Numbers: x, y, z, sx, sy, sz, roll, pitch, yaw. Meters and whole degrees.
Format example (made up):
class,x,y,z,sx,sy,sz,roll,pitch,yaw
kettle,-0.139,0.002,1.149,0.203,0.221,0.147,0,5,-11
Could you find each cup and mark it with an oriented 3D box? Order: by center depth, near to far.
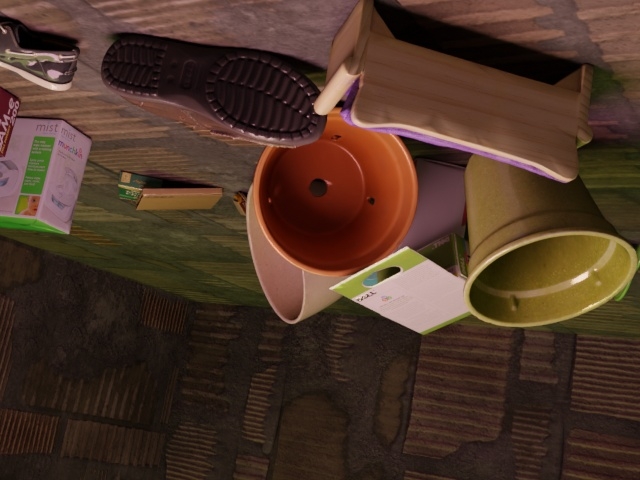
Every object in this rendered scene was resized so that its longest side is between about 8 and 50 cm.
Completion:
class,x,y,z,sx,sy,sz,roll,pitch,yaw
cup,0.000,0.000,1.915,0.237,0.331,0.331,-13,176,-21

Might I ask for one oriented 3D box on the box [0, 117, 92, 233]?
class,x,y,z,sx,sy,sz,roll,pitch,yaw
box,-0.669,-0.147,1.872,0.262,0.231,0.127,6,167,20

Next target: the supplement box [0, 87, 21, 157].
class,x,y,z,sx,sy,sz,roll,pitch,yaw
supplement box,-0.744,-0.246,1.730,0.239,0.130,0.073,6,166,24

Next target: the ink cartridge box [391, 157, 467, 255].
class,x,y,z,sx,sy,sz,roll,pitch,yaw
ink cartridge box,0.213,-0.016,1.765,0.131,0.226,0.306,10,168,0

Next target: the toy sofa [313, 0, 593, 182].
class,x,y,z,sx,sy,sz,roll,pitch,yaw
toy sofa,0.183,-0.183,1.170,0.362,0.177,0.150,12,167,-13

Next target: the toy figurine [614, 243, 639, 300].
class,x,y,z,sx,sy,sz,roll,pitch,yaw
toy figurine,0.656,0.046,1.995,0.159,0.130,0.173,18,146,6

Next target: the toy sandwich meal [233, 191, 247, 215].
class,x,y,z,sx,sy,sz,roll,pitch,yaw
toy sandwich meal,-0.194,-0.087,2.136,0.029,0.085,0.085,-34,168,-8

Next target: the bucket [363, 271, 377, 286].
class,x,y,z,sx,sy,sz,roll,pitch,yaw
bucket,0.104,0.033,2.164,0.281,0.183,0.281,9,167,2

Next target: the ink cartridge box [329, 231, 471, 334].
class,x,y,z,sx,sy,sz,roll,pitch,yaw
ink cartridge box,0.169,0.059,1.496,0.255,0.097,0.189,28,137,-36

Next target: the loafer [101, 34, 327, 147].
class,x,y,z,sx,sy,sz,roll,pitch,yaw
loafer,-0.161,-0.237,1.356,0.366,0.134,0.130,19,172,6

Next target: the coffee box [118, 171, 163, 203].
class,x,y,z,sx,sy,sz,roll,pitch,yaw
coffee box,-0.474,-0.131,2.218,0.113,0.040,0.184,12,167,-11

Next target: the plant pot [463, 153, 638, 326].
class,x,y,z,sx,sy,sz,roll,pitch,yaw
plant pot,0.352,-0.033,1.411,0.276,0.254,0.276,-4,144,-3

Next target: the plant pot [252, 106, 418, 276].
class,x,y,z,sx,sy,sz,roll,pitch,yaw
plant pot,0.011,-0.091,1.539,0.291,0.291,0.203,13,-177,-11

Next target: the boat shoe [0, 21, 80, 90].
class,x,y,z,sx,sy,sz,roll,pitch,yaw
boat shoe,-0.509,-0.326,1.370,0.233,0.084,0.079,20,127,-13

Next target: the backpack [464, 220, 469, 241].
class,x,y,z,sx,sy,sz,roll,pitch,yaw
backpack,0.335,-0.036,1.816,0.098,0.120,0.101,8,167,5

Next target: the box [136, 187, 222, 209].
class,x,y,z,sx,sy,sz,roll,pitch,yaw
box,-0.365,-0.106,2.165,0.201,0.021,0.164,-2,170,-19
